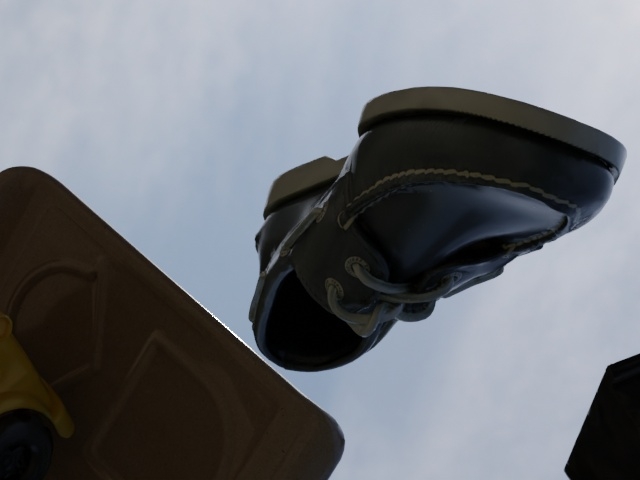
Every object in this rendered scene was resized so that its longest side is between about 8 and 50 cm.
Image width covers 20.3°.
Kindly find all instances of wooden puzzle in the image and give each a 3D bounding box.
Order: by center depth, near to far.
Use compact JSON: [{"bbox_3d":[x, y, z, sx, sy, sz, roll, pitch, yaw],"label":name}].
[{"bbox_3d":[-0.177,0.164,1.348,0.348,0.080,0.322,38,-74,23],"label":"wooden puzzle"}]

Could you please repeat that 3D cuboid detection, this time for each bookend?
[{"bbox_3d":[0.273,0.187,1.386,0.156,0.072,0.157,58,-25,32],"label":"bookend"}]

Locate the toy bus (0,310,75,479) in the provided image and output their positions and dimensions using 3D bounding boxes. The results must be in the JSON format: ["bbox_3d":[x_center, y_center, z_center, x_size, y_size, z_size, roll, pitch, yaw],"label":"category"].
[{"bbox_3d":[-0.305,0.110,1.224,0.220,0.211,0.149,-40,-129,-23],"label":"toy bus"}]

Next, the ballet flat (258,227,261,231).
[{"bbox_3d":[0.000,0.000,1.663,0.041,0.114,0.041,-1,90,-85],"label":"ballet flat"}]

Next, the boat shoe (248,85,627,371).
[{"bbox_3d":[0.043,0.006,0.844,0.319,0.116,0.099,-22,-130,68],"label":"boat shoe"}]
